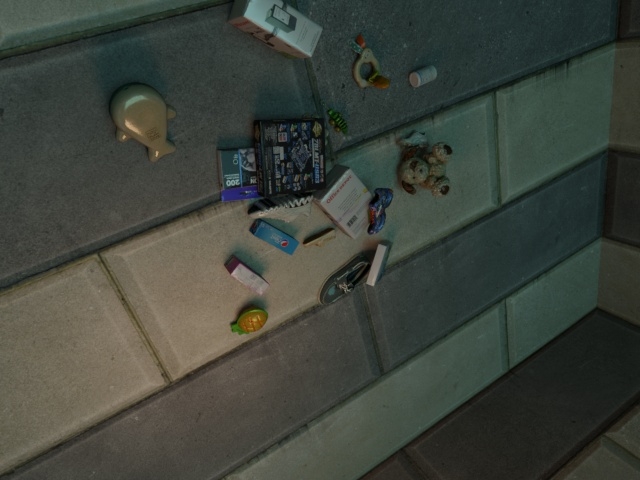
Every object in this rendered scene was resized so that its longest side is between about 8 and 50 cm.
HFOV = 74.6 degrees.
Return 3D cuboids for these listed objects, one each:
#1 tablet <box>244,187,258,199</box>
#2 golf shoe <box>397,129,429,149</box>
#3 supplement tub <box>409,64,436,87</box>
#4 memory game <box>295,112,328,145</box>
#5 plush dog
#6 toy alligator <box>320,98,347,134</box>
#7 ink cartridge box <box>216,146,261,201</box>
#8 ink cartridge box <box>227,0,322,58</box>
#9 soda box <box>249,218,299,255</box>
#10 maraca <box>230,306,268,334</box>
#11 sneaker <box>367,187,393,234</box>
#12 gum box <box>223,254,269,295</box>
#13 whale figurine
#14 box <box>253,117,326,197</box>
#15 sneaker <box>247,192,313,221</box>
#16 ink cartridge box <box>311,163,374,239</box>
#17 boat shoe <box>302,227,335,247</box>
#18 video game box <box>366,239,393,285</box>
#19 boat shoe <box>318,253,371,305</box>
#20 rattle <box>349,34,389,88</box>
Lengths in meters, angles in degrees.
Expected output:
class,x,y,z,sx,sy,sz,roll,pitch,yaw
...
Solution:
class,x,y,z,sx,sy,sz,roll,pitch,yaw
tablet,-0.283,-0.210,1.713,0.054,0.006,0.083,-42,123,-10
golf shoe,0.435,-0.480,1.990,0.176,0.069,0.086,-4,90,-31
supplement tub,0.461,-0.740,1.892,0.107,0.071,0.071,-28,119,-18
memory game,-0.048,-0.437,1.756,0.186,0.012,0.186,-10,112,-26
plush dog,0.488,-0.338,2.014,0.225,0.210,0.263,-1,101,-9
toy alligator,0.065,-0.516,1.766,0.056,0.051,0.190,-48,123,-6
ink cartridge box,-0.295,-0.260,1.659,0.206,0.045,0.209,-11,111,-27
ink cartridge box,-0.161,-0.753,1.465,0.272,0.198,0.115,18,100,-32
soda box,-0.196,-0.016,1.796,0.210,0.067,0.071,31,92,-33
maraca,-0.313,0.361,1.856,0.185,0.099,0.127,-40,130,19
sneaker,0.245,-0.133,1.863,0.087,0.083,0.222,15,94,-21
gum box,-0.306,0.149,1.771,0.062,0.107,0.188,-50,123,-4
whale figurine,-0.592,-0.401,1.416,0.216,0.141,0.272,-34,145,-14
box,-0.115,-0.335,1.682,0.293,0.073,0.296,-14,112,-32
sneaker,-0.161,-0.124,1.760,0.291,0.110,0.119,-15,123,-23
ink cartridge box,0.115,-0.172,1.881,0.201,0.117,0.278,-49,125,-5
boat shoe,0.000,0.000,1.913,0.169,0.063,0.059,-25,113,-20
video game box,0.292,0.107,2.063,0.187,0.048,0.205,-12,120,-68
boat shoe,0.120,0.198,2.031,0.319,0.099,0.116,-44,122,-9
rattle,0.200,-0.728,1.716,0.130,0.143,0.200,-13,121,-4
